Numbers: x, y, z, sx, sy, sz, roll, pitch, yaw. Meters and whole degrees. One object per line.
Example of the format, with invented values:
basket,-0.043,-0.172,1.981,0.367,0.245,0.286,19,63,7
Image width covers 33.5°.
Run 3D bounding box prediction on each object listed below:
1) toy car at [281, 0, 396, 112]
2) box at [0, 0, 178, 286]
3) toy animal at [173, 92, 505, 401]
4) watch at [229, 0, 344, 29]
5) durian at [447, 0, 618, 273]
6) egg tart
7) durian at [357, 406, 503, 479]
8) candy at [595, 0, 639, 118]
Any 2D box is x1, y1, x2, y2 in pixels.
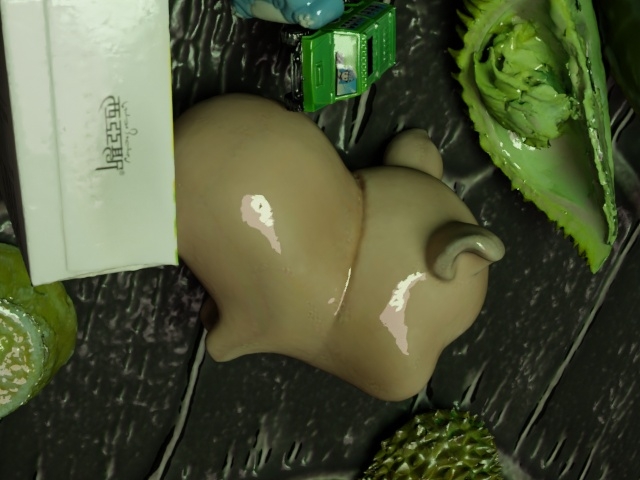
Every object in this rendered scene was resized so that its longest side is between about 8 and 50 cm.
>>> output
toy car,0.018,-0.158,0.898,0.062,0.165,0.071,6,115,19
box,-0.186,-0.109,0.775,0.111,0.260,0.194,-7,115,-18
toy animal,0.000,0.000,0.939,0.269,0.237,0.326,-31,118,8
watch,-0.014,-0.292,0.829,0.193,0.211,0.211,-49,123,-21
durian,0.218,-0.158,0.967,0.157,0.169,0.355,-30,126,-9
egg tart,-0.304,0.086,0.919,0.197,0.078,0.197,-9,114,-20
durian,0.119,0.241,1.131,0.186,0.119,0.108,-20,122,-11
candy,0.334,-0.211,0.943,0.118,0.260,0.260,-15,117,-7
